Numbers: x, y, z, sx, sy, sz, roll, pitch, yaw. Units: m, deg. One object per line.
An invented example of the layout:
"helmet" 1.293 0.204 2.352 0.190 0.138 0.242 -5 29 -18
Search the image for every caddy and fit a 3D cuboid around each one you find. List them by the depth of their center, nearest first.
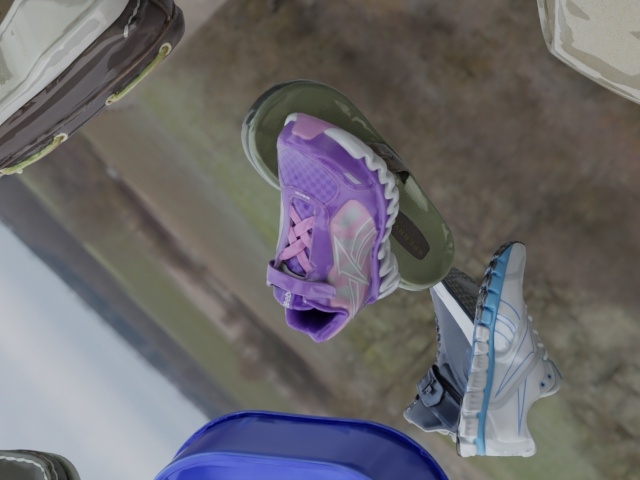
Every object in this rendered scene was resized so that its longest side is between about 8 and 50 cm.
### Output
"caddy" -0.022 0.308 1.698 0.341 0.241 0.179 4 -172 16

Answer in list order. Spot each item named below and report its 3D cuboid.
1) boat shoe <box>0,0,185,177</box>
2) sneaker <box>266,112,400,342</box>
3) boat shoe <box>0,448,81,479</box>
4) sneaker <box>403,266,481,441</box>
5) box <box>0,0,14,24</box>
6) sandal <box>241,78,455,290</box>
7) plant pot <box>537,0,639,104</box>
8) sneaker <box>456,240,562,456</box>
"boat shoe" -0.249 -0.101 1.274 0.097 0.324 0.116 35 -157 -46
"sneaker" 0.000 0.000 1.271 0.095 0.104 0.236 30 154 26
"boat shoe" -0.323 0.218 1.159 0.091 0.305 0.109 68 -177 -62
"sneaker" 0.152 0.142 1.981 0.086 0.163 0.226 20 -153 -31
"box" -0.437 -0.291 1.584 0.148 0.121 0.311 -27 110 40
"sandal" 0.047 -0.058 1.667 0.303 0.120 0.086 40 172 -27
"plant pot" 0.259 -0.213 1.196 0.284 0.191 0.284 -4 -90 -88
"sneaker" 0.168 0.096 1.384 0.083 0.190 0.071 9 171 3
